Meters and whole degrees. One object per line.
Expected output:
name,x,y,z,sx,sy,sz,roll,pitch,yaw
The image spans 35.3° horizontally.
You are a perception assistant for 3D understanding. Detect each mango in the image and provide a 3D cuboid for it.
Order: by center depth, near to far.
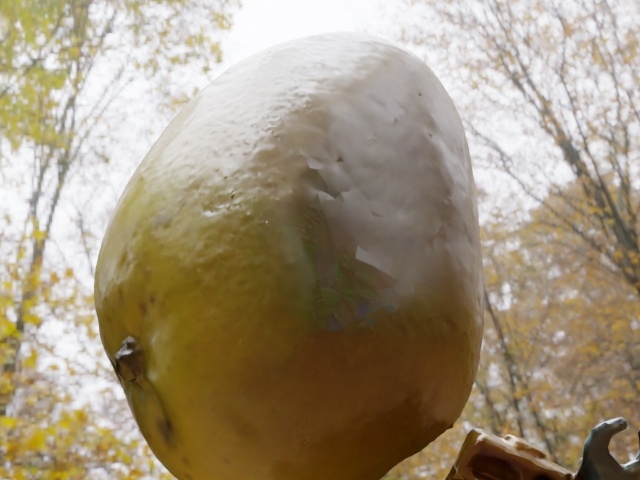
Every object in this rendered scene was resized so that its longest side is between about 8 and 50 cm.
mango,0.000,0.000,0.666,0.253,0.365,0.182,32,-33,-11

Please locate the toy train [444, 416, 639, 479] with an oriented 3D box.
toy train,0.096,0.266,0.589,0.163,0.369,0.231,25,1,5
